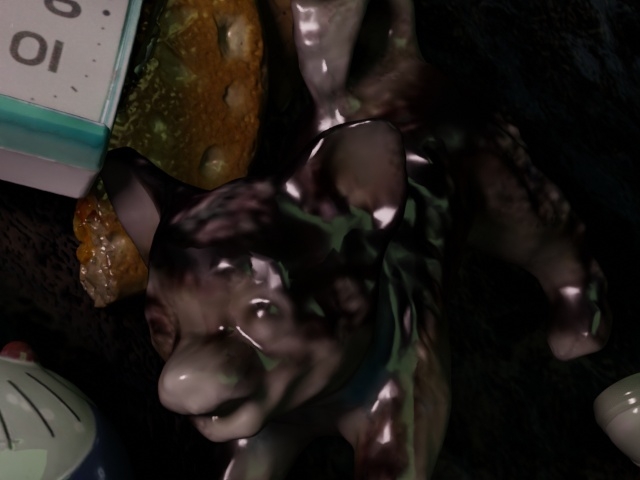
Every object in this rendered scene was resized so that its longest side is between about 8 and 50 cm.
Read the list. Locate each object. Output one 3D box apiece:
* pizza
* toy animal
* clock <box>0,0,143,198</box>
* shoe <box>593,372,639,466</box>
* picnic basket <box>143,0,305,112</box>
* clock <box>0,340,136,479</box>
[{"bbox_3d":[-0.094,-0.072,1.081,0.127,0.058,0.246,17,76,-39],"label":"pizza"},{"bbox_3d":[0.000,0.000,0.998,0.344,0.194,0.303,-42,118,-52],"label":"toy animal"},{"bbox_3d":[-0.240,-0.142,1.007,0.262,0.116,0.231,14,52,-10],"label":"clock"},{"bbox_3d":[0.314,0.178,1.260,0.265,0.095,0.110,21,47,-31],"label":"shoe"},{"bbox_3d":[-0.077,-0.182,1.190,0.178,0.138,0.128,24,29,14],"label":"picnic basket"},{"bbox_3d":[-0.200,0.139,0.805,0.199,0.147,0.243,25,32,37],"label":"clock"}]
